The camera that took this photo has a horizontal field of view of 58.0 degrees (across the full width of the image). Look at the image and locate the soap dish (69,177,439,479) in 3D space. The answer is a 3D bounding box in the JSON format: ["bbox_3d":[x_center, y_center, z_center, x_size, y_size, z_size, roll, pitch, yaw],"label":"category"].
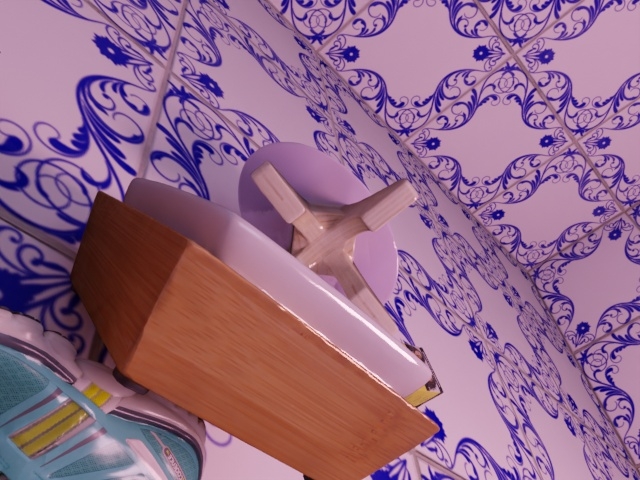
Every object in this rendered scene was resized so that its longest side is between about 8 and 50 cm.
[{"bbox_3d":[-0.075,0.062,0.464,0.229,0.118,0.291,41,-11,-29],"label":"soap dish"}]

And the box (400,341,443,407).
[{"bbox_3d":[0.090,0.188,0.830,0.232,0.058,0.087,24,36,-50],"label":"box"}]

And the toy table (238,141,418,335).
[{"bbox_3d":[0.000,0.000,0.737,0.274,0.252,0.161,40,7,-9],"label":"toy table"}]

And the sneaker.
[{"bbox_3d":[-0.182,0.119,0.346,0.275,0.107,0.110,36,40,-31],"label":"sneaker"}]
